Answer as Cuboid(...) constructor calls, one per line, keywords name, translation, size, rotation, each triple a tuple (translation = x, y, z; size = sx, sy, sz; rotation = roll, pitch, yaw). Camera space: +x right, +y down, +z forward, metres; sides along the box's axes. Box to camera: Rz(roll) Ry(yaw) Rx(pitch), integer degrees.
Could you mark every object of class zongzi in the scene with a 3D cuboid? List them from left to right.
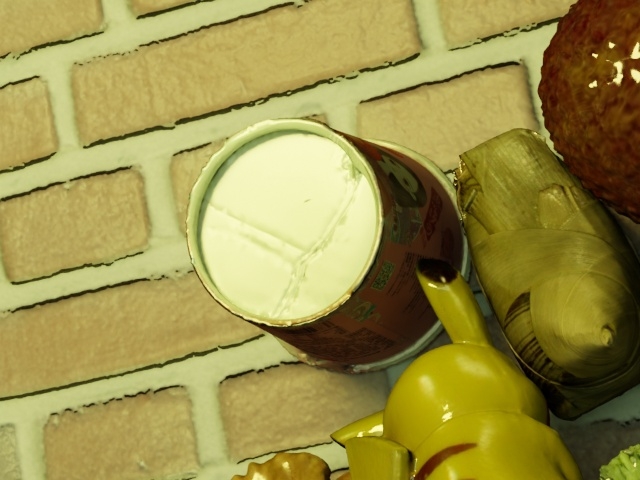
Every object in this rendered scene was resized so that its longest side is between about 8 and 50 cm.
Cuboid(name="zongzi", translation=(0.203, 0.003, 1.522), size=(0.145, 0.300, 0.274), rotation=(-27, 73, 3))

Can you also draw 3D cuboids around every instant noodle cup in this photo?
Cuboid(name="instant noodle cup", translation=(0.000, 0.000, 1.627), size=(0.243, 0.231, 0.243), rotation=(-3, 81, 19))

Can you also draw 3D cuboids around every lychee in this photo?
Cuboid(name="lychee", translation=(0.327, -0.134, 1.537), size=(0.260, 0.260, 0.260), rotation=(-3, 81, 18))

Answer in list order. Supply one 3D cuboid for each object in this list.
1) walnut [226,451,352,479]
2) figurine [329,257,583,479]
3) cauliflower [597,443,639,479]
Cuboid(name="walnut", translation=(-0.007, 0.323, 1.605), size=(0.269, 0.222, 0.244), rotation=(-1, 62, 4))
Cuboid(name="figurine", translation=(0.126, 0.206, 1.499), size=(0.218, 0.169, 0.327), rotation=(-56, 30, 31))
Cuboid(name="cauliflower", translation=(0.341, 0.284, 1.462), size=(0.275, 0.250, 0.272), rotation=(-45, 74, 8))
